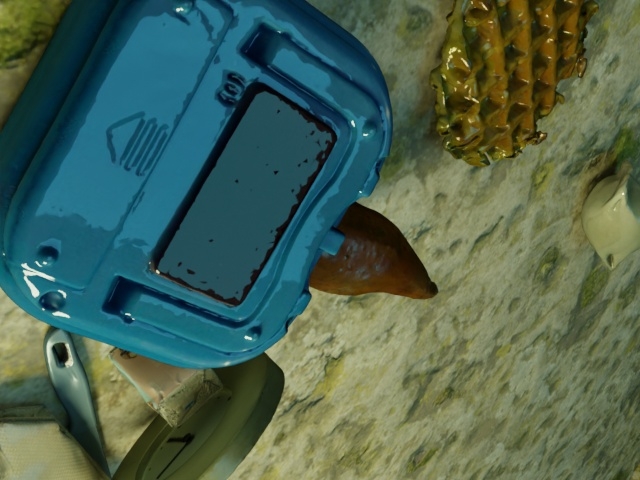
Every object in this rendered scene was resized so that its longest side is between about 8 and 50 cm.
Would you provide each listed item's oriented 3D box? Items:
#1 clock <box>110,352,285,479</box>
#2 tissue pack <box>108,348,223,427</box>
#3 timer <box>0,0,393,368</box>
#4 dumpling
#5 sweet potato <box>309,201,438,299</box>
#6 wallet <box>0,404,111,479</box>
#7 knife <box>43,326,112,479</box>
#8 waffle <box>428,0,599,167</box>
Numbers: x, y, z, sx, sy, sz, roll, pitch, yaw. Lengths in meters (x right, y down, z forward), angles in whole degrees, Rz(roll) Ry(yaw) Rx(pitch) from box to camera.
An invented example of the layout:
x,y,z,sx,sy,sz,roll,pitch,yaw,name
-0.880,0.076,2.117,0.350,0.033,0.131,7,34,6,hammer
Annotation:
x,y,z,sx,sy,sz,roll,pitch,yaw,name
-0.130,0.205,0.827,0.235,0.235,0.029,-46,105,-14,clock
-0.157,0.135,0.836,0.074,0.094,0.058,-40,140,-20,tissue pack
-0.099,-0.059,0.697,0.309,0.115,0.340,27,95,-38,timer
0.532,-0.055,1.464,0.228,0.124,0.151,88,13,-44,dumpling
0.005,0.000,0.907,0.359,0.112,0.112,23,99,-33,sweet potato
-0.347,0.309,0.782,0.335,0.068,0.274,-35,141,-32,wallet
-0.249,0.205,0.852,0.045,0.019,0.313,-24,133,-26,knife
0.253,-0.245,1.037,0.302,0.068,0.324,-4,121,-46,waffle
